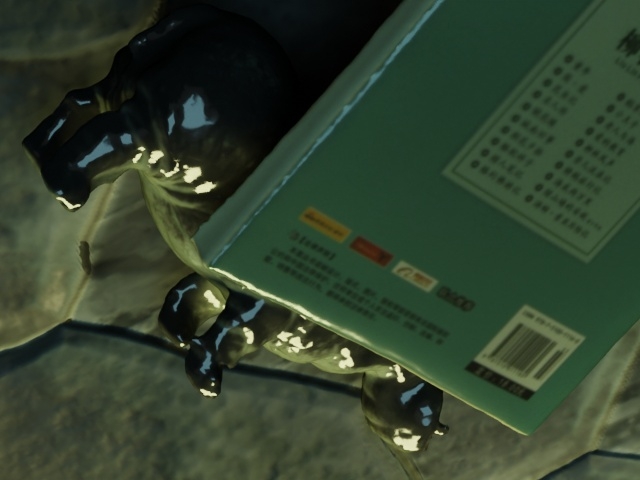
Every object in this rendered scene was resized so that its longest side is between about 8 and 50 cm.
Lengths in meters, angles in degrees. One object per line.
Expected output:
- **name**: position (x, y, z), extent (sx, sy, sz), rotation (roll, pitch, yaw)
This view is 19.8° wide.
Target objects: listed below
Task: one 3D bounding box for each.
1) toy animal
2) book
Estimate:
- **toy animal**: position (-0.007, 0.015, 1.011), extent (0.343, 0.106, 0.168), rotation (39, 94, -30)
- **book**: position (0.148, -0.078, 0.909), extent (0.264, 0.031, 0.379), rotation (30, 109, -39)
